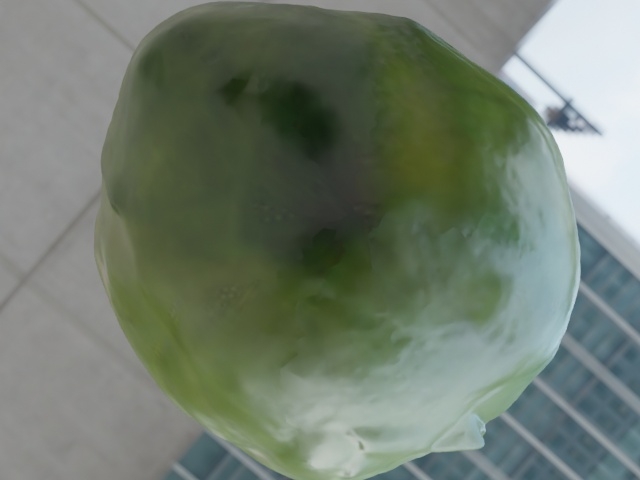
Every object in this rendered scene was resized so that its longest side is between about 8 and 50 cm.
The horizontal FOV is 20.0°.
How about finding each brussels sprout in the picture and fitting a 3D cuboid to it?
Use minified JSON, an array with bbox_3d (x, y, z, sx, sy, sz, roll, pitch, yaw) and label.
[{"bbox_3d":[0.003,-0.001,0.545,0.152,0.149,0.122,-6,174,2],"label":"brussels sprout"}]
